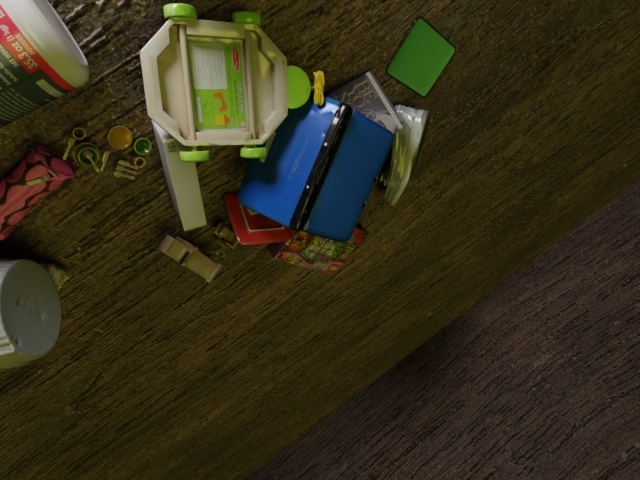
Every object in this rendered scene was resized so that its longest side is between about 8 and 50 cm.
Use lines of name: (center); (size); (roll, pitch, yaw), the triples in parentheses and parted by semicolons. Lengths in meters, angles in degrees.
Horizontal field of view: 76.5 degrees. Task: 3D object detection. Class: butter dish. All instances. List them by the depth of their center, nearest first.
butter dish: (-0.178, -0.043, 1.092); (0.160, 0.159, 0.118); (-8, 156, -33)

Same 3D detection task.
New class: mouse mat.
mouse mat: (0.270, -0.481, 1.081); (0.190, 0.007, 0.152); (9, 123, -44)

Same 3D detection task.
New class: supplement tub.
supplement tub: (-0.504, -0.256, 0.573); (0.272, 0.191, 0.191); (-32, 141, -7)

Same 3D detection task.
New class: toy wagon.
toy wagon: (-0.158, -0.295, 0.792); (0.345, 0.068, 0.266); (-9, 109, -25)

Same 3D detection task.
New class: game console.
game console: (-0.010, -0.171, 0.949); (0.292, 0.250, 0.173); (-67, 162, 9)

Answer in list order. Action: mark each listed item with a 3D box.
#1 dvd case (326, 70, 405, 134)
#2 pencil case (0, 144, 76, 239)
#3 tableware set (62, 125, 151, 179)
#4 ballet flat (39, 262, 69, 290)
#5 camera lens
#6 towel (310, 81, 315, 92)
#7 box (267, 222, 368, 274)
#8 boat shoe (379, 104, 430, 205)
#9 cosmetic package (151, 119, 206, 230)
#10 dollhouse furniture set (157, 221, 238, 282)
dvd case: (0.086, -0.299, 0.999); (0.221, 0.164, 0.018); (-36, -173, -18)
pencil case: (-0.572, -0.086, 0.768); (0.209, 0.098, 0.095); (-41, 141, 6)
tableware set: (-0.420, -0.183, 0.814); (0.154, 0.024, 0.103); (16, 99, -52)
ballet flat: (-0.671, 0.146, 0.944); (0.241, 0.091, 0.077); (-42, 166, 13)
camera lens: (-0.694, 0.156, 0.780); (0.275, 0.219, 0.219); (-11, 137, -5)
towel: (-0.146, -0.304, 0.922); (0.285, 0.034, 0.209); (8, 124, -42)
box: (0.000, 0.000, 1.317); (0.293, 0.057, 0.201); (19, 117, -46)
boat shoe: (0.237, -0.249, 1.224); (0.320, 0.103, 0.118); (99, 17, -45)
cosmetic package: (-0.311, -0.145, 0.907); (0.061, 0.099, 0.238); (-21, 139, -24)
dollhouse furniture set: (-0.327, -0.009, 1.064); (0.160, 0.101, 0.182); (-57, 143, -15)
